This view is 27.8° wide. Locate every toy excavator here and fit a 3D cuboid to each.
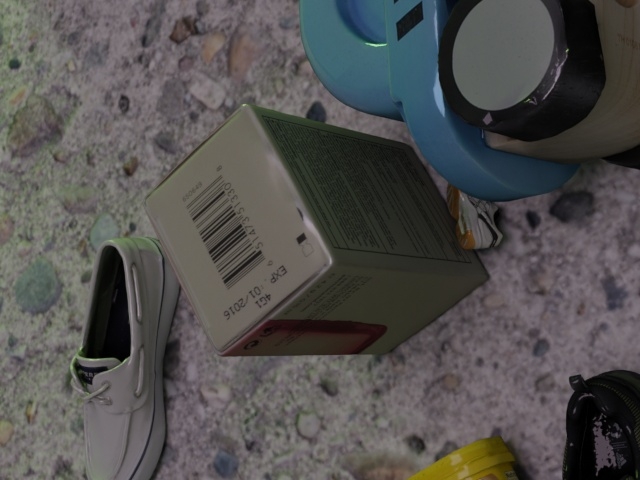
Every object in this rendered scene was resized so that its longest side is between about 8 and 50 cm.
[{"bbox_3d":[0.055,-0.229,1.039,0.445,0.222,0.433,-13,77,42],"label":"toy excavator"}]

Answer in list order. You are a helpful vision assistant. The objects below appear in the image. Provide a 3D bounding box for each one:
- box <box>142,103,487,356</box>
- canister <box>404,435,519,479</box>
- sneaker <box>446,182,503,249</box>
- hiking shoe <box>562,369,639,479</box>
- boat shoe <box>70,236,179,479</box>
[{"bbox_3d":[0.000,0.000,1.021,0.127,0.232,0.149,-40,65,25],"label":"box"},{"bbox_3d":[0.126,0.257,1.009,0.126,0.073,0.170,-37,68,27],"label":"canister"},{"bbox_3d":[0.128,-0.026,1.063,0.032,0.037,0.083,111,156,-53],"label":"sneaker"},{"bbox_3d":[0.212,0.207,0.927,0.086,0.114,0.227,-20,74,32],"label":"hiking shoe"},{"bbox_3d":[-0.202,0.123,1.239,0.095,0.084,0.258,3,87,34],"label":"boat shoe"}]
